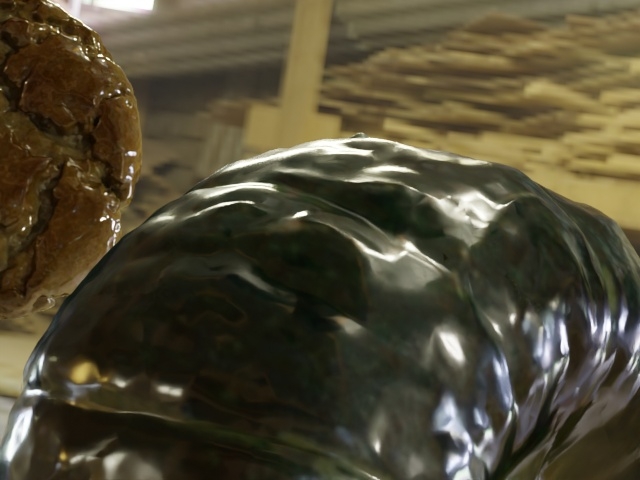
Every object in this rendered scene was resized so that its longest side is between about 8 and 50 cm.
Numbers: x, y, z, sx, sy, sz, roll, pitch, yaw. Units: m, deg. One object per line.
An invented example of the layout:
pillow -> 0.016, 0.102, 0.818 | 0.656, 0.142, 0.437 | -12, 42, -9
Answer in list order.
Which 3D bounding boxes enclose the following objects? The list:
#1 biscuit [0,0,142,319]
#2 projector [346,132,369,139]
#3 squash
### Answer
biscuit -> -0.210, -0.056, 0.932 | 0.226, 0.226, 0.042 | 8, -19, 0
projector -> 0.000, 0.000, 1.304 | 0.147, 0.115, 0.061 | -29, -36, 12
squash -> 0.017, 0.094, 0.488 | 0.165, 0.252, 0.252 | 10, 1, 39
